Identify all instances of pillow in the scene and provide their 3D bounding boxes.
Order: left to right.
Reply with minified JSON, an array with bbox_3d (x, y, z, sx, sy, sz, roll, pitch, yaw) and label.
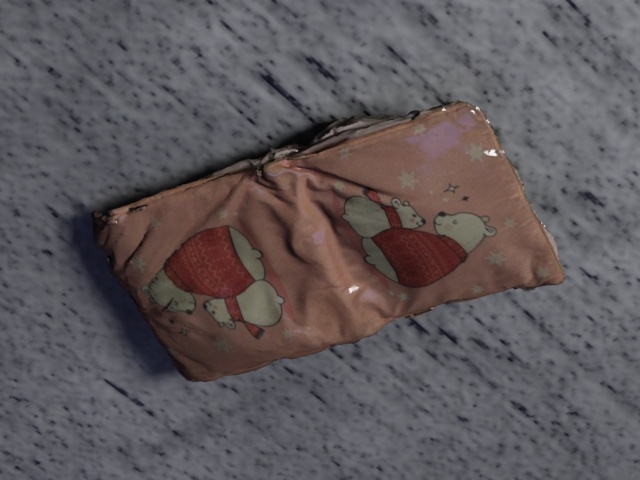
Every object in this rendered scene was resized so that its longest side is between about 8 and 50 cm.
[{"bbox_3d":[0.000,0.000,1.041,0.248,0.049,0.135,-18,126,23],"label":"pillow"}]
